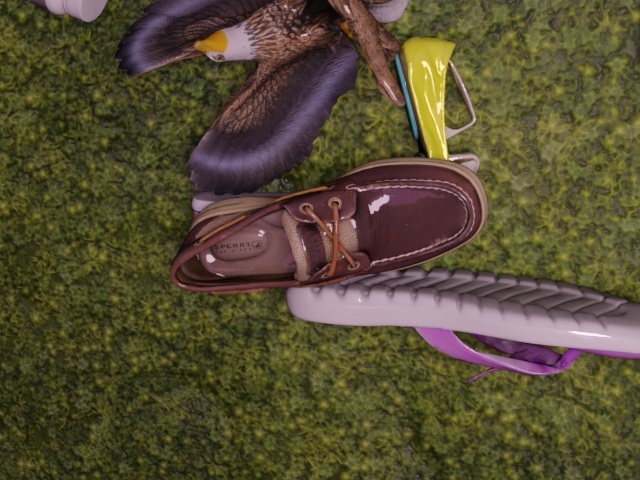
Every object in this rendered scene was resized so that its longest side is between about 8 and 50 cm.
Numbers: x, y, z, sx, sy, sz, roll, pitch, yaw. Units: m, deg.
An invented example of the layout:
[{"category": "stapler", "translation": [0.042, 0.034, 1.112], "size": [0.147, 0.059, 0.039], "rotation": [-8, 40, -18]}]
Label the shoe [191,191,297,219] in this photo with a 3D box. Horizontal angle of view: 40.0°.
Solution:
[{"category": "shoe", "translation": [-0.066, -0.011, 1.035], "size": [0.178, 0.063, 0.081], "rotation": [5, 111, 17]}]

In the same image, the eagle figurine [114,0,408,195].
[{"category": "eagle figurine", "translation": [-0.061, -0.204, 0.934], "size": [0.298, 0.225, 0.226], "rotation": [-26, 53, 50]}]

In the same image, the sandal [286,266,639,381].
[{"category": "sandal", "translation": [0.162, 0.095, 0.948], "size": [0.416, 0.169, 0.102], "rotation": [6, 104, 27]}]

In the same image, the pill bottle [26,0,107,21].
[{"category": "pill bottle", "translation": [-0.316, -0.307, 1.010], "size": [0.137, 0.078, 0.078], "rotation": [25, 110, 8]}]

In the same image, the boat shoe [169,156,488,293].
[{"category": "boat shoe", "translation": [0.000, 0.000, 0.911], "size": [0.342, 0.123, 0.123], "rotation": [-7, 111, 20]}]

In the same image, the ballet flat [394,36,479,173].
[{"category": "ballet flat", "translation": [0.130, -0.105, 0.947], "size": [0.077, 0.077, 0.231], "rotation": [-9, 101, 1]}]
